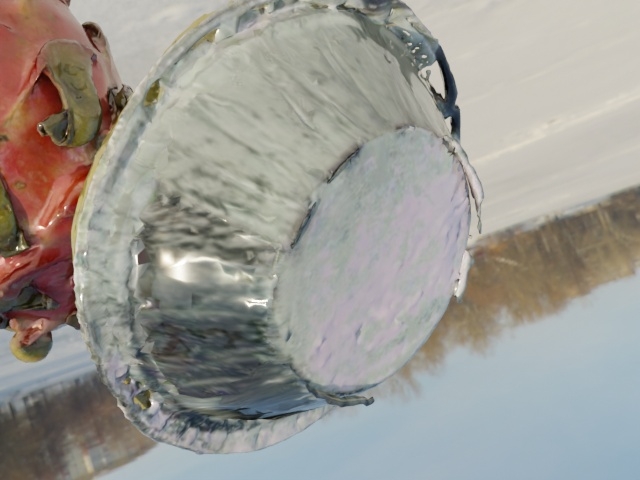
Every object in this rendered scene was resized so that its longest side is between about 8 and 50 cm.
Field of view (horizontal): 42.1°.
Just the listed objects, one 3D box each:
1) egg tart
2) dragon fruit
[{"bbox_3d":[0.000,0.000,0.387,0.234,0.234,0.094,-16,-150,-41],"label":"egg tart"},{"bbox_3d":[-0.257,-0.046,0.687,0.269,0.291,0.250,-17,-174,-8],"label":"dragon fruit"}]
